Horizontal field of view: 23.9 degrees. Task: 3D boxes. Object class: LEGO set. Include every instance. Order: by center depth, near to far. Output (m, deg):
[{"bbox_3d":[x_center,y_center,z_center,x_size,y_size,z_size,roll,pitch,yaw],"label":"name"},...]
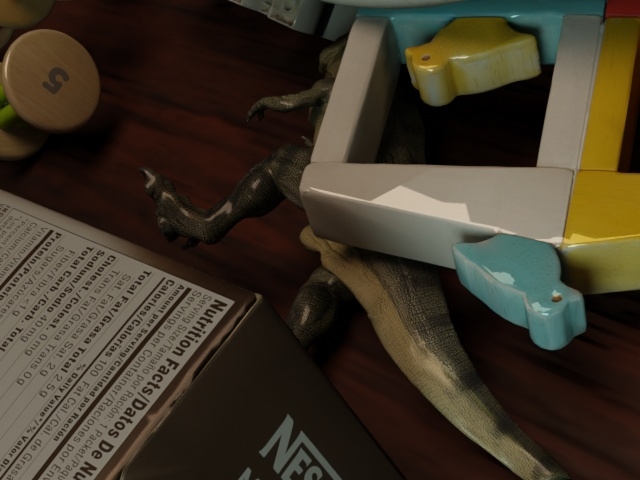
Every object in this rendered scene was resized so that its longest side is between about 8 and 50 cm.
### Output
[{"bbox_3d":[-0.038,-0.165,0.765,0.227,0.093,0.087,31,104,43],"label":"LEGO set"}]

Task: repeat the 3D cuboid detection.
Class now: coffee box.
[{"bbox_3d":[-0.094,0.064,0.530,0.246,0.141,0.098,20,65,44],"label":"coffee box"}]

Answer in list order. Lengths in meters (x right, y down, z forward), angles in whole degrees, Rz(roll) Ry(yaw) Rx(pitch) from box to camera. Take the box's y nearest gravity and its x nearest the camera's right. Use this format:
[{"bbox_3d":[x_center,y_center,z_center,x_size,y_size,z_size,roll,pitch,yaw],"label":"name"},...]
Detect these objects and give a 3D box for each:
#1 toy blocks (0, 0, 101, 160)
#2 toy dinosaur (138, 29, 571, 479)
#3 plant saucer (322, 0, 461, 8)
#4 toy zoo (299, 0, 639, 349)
[{"bbox_3d":[-0.173,-0.096,0.796,0.148,0.054,0.123,-18,69,52],"label":"toy blocks"},{"bbox_3d":[0.000,0.000,0.589,0.118,0.064,0.268,-22,45,7],"label":"toy dinosaur"},{"bbox_3d":[0.048,-0.288,0.555,0.400,0.400,0.101,12,16,42],"label":"plant saucer"},{"bbox_3d":[0.108,-0.082,0.570,0.192,0.030,0.293,3,52,17],"label":"toy zoo"}]
